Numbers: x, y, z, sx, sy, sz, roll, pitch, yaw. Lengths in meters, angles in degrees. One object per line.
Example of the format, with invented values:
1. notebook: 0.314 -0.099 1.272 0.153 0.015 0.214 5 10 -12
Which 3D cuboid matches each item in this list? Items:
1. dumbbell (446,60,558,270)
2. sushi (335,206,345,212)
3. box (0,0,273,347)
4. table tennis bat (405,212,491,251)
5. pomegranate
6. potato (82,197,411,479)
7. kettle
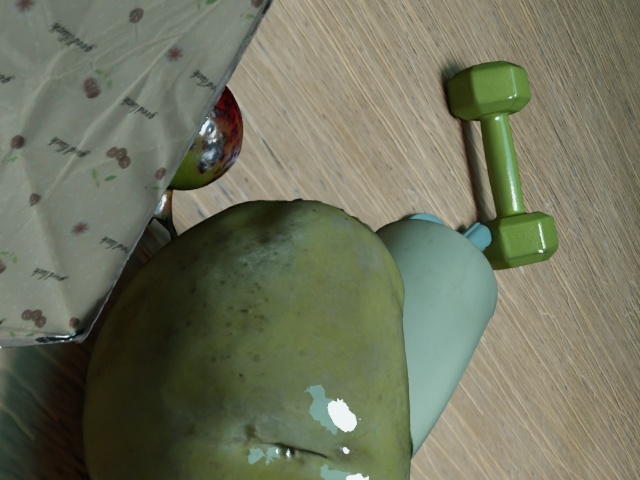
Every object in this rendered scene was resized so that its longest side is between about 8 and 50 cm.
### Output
1. dumbbell: 0.267 -0.110 1.347 0.108 0.121 0.302 -9 89 -28
2. sushi: 0.000 0.000 1.001 0.046 0.044 0.083 12 68 -31
3. box: -0.193 -0.107 0.478 0.190 0.297 0.225 43 20 29
4. table tennis bat: 0.163 0.028 1.226 0.244 0.040 0.153 -27 104 -50
5. pomegranate: -0.125 -0.078 0.756 0.129 0.129 0.159 -5 85 -56
6. potato: -0.053 0.118 0.702 0.221 0.243 0.326 72 15 -62
7. kettle: 0.072 0.136 0.965 0.255 0.165 0.240 -55 154 -45
